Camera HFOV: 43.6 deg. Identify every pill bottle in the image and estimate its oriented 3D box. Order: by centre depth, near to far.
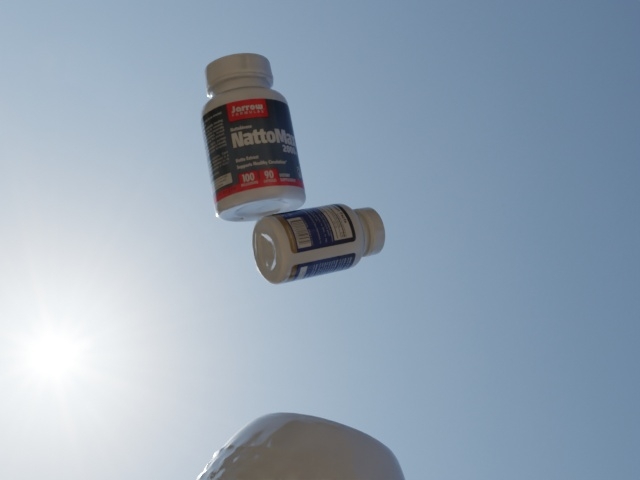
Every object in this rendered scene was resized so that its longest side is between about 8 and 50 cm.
[{"bbox_3d":[0.000,0.000,0.775,0.067,0.120,0.067,27,-58,54],"label":"pill bottle"},{"bbox_3d":[-0.084,-0.121,0.940,0.108,0.108,0.180,-21,-104,40],"label":"pill bottle"}]

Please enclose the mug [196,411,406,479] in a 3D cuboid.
[{"bbox_3d":[-0.029,0.383,0.839,0.276,0.328,0.374,7,-32,17],"label":"mug"}]
